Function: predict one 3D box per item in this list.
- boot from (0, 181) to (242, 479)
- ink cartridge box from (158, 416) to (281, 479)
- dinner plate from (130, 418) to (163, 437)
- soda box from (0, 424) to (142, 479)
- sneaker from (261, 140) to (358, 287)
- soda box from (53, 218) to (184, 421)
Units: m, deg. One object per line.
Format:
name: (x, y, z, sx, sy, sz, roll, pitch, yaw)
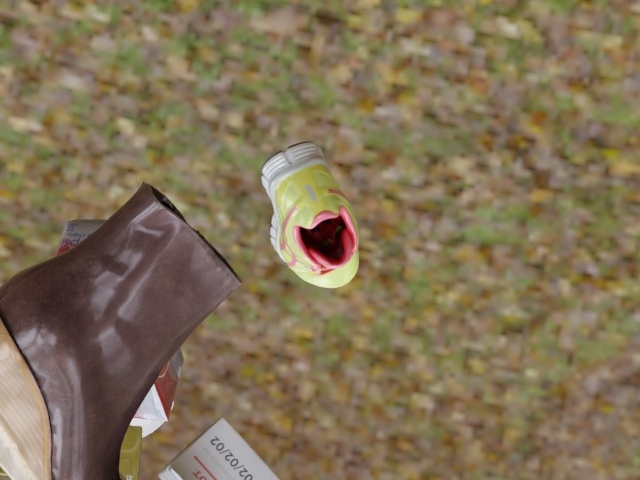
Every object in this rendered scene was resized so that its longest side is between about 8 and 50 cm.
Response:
boot: (-0.132, 0.096, 1.249, 0.090, 0.207, 0.248, 50, 178, 47)
ink cartridge box: (-0.067, 0.198, 1.409, 0.104, 0.061, 0.181, 47, 168, 1)
dinner plate: (-0.249, 0.208, 2.225, 0.141, 0.017, 0.141, -11, 135, -11)
soda box: (-0.264, 0.201, 1.732, 0.181, 0.061, 0.058, 7, 166, -9)
sneaker: (0.000, 0.000, 1.691, 0.081, 0.094, 0.208, -29, 148, -2)
soda box: (-0.221, 0.091, 1.985, 0.083, 0.092, 0.263, 4, 142, 13)
